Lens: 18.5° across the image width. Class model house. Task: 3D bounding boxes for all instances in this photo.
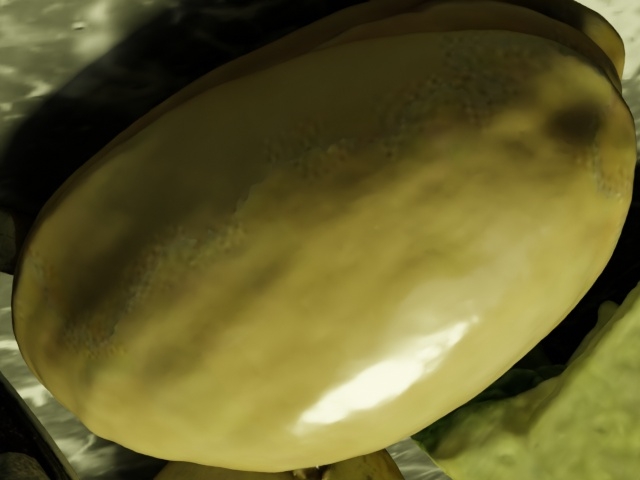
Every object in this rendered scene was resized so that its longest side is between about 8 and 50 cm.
[{"bbox_3d":[0.228,0.085,1.117,0.266,0.261,0.321,-50,166,5],"label":"model house"}]

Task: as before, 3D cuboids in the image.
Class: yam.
[{"bbox_3d":[-0.105,0.014,0.927,0.032,0.032,0.145,-31,152,23],"label":"yam"}]

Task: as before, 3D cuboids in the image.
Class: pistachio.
[{"bbox_3d":[0.000,0.000,0.830,0.293,0.162,0.181,-27,117,23],"label":"pistachio"}]

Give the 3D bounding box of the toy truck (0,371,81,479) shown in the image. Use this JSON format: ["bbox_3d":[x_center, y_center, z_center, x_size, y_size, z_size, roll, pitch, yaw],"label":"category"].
[{"bbox_3d":[-0.285,0.126,0.811,0.363,0.176,0.178,-4,129,-42],"label":"toy truck"}]

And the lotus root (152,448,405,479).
[{"bbox_3d":[-0.020,0.246,1.125,0.183,0.310,0.183,-3,155,-1],"label":"lotus root"}]
